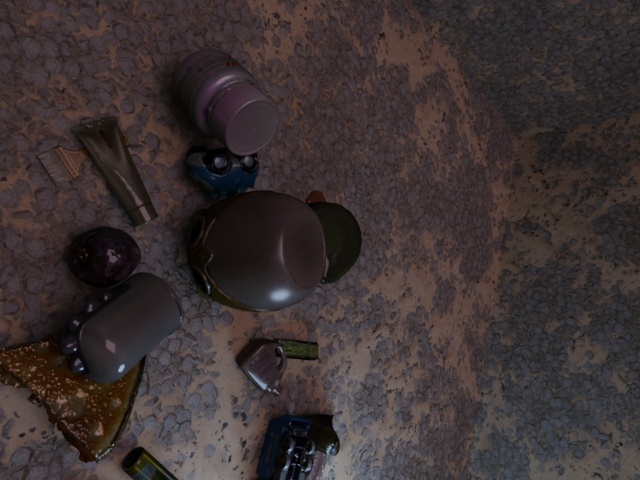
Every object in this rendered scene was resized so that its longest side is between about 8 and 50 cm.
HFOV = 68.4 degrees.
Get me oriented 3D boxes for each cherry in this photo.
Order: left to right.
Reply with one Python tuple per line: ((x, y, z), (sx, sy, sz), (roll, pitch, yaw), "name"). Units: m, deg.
((-0.622, 0.045, 1.373), (0.195, 0.195, 0.195), (3, 86, -44), "cherry")

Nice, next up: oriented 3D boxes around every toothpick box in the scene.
((-0.550, 0.236, 1.273), (0.316, 0.229, 0.228), (-46, 119, -53), "toothpick box")
((-0.233, 0.038, 1.583), (0.409, 0.426, 0.408), (11, 77, -60), "toothpick box")

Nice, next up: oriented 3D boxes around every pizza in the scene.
((-0.694, 0.360, 1.306), (0.406, 0.130, 0.439), (32, 46, -36), "pizza")

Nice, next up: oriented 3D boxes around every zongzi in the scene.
((0.039, 0.796, 1.944), (0.242, 0.221, 0.112), (12, 94, -45), "zongzi")

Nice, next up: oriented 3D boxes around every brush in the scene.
((-0.704, -0.267, 1.430), (0.272, 0.013, 0.103), (-41, 115, -38), "brush")

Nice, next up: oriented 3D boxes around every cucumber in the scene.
((-0.107, 0.452, 1.940), (0.211, 0.062, 0.077), (13, 64, -35), "cucumber")

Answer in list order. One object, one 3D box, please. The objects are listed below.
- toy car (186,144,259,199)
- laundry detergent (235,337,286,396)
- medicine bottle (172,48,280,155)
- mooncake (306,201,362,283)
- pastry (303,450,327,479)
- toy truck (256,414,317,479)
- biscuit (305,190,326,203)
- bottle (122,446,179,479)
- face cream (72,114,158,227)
((-0.342, -0.237, 1.660), (0.255, 0.189, 0.189), (-8, 109, -40), "toy car")
((-0.197, 0.485, 1.810), (0.171, 0.076, 0.237), (-44, 118, -16), "laundry detergent")
((-0.311, -0.454, 1.560), (0.256, 0.325, 0.256), (-32, 149, -22), "medicine bottle")
((0.000, 0.000, 1.969), (0.352, 0.187, 0.351), (0, 90, -36), "mooncake")
((-0.052, 0.965, 1.926), (0.103, 0.112, 0.265), (50, 49, -40), "pastry")
((-0.137, 0.858, 1.799), (0.146, 0.175, 0.367), (29, 68, -38), "toy truck")
((-0.021, -0.159, 2.075), (0.102, 0.019, 0.130), (43, 61, -32), "biscuit")
((-0.510, 0.779, 1.508), (0.082, 0.082, 0.286), (-50, 120, -34), "bottle")
((-0.620, -0.209, 1.462), (0.137, 0.084, 0.341), (-35, 108, -40), "face cream")
